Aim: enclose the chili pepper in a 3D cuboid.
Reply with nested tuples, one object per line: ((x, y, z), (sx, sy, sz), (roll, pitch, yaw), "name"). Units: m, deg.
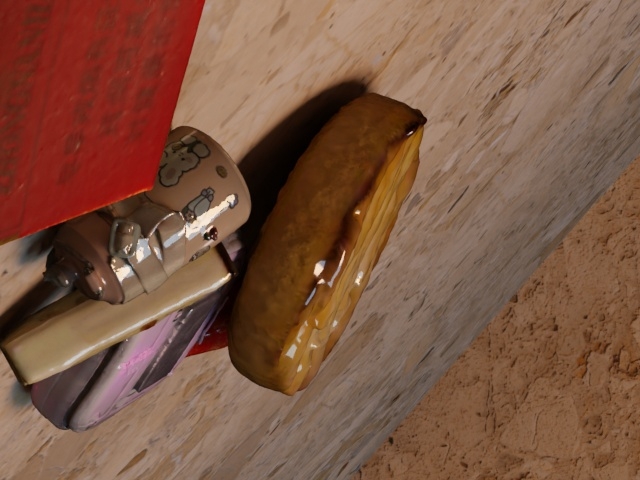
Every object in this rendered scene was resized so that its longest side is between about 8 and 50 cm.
((-0.081, 0.070, 1.674), (0.272, 0.063, 0.071), (-25, 141, -50), "chili pepper")

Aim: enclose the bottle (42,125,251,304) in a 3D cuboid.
((-0.132, -0.010, 1.245), (0.152, 0.099, 0.099), (-37, 162, -26), "bottle")

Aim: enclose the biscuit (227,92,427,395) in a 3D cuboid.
((0.000, 0.000, 1.560), (0.296, 0.102, 0.296), (-61, 169, -20), "biscuit")

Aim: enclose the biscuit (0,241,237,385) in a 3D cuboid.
((-0.156, 0.053, 1.306), (0.188, 0.052, 0.056), (-28, -169, -8), "biscuit")

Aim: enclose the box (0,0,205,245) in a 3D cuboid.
((-0.185, -0.088, 0.807), (0.313, 0.089, 0.197), (-26, 142, -52), "box")

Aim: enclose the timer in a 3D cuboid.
((-0.151, 0.070, 1.447), (0.191, 0.069, 0.208), (-30, 156, -57), "timer")
